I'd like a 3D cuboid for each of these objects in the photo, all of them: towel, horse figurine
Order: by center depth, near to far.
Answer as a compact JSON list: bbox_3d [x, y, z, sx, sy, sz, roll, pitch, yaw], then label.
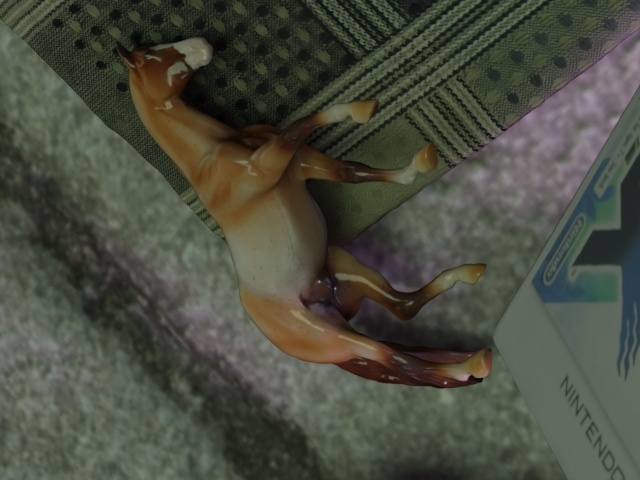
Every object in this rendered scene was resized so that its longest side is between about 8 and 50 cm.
[{"bbox_3d":[-0.020,-0.160,0.962,0.324,0.056,0.312,-35,108,30],"label":"towel"},{"bbox_3d":[0.000,0.000,0.977,0.174,0.066,0.263,-2,130,35],"label":"horse figurine"}]

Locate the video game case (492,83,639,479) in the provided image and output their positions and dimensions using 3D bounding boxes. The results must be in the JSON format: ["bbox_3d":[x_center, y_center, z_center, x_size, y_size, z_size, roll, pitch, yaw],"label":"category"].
[{"bbox_3d":[0.207,0.009,0.775,0.036,0.300,0.329,14,119,-26],"label":"video game case"}]
